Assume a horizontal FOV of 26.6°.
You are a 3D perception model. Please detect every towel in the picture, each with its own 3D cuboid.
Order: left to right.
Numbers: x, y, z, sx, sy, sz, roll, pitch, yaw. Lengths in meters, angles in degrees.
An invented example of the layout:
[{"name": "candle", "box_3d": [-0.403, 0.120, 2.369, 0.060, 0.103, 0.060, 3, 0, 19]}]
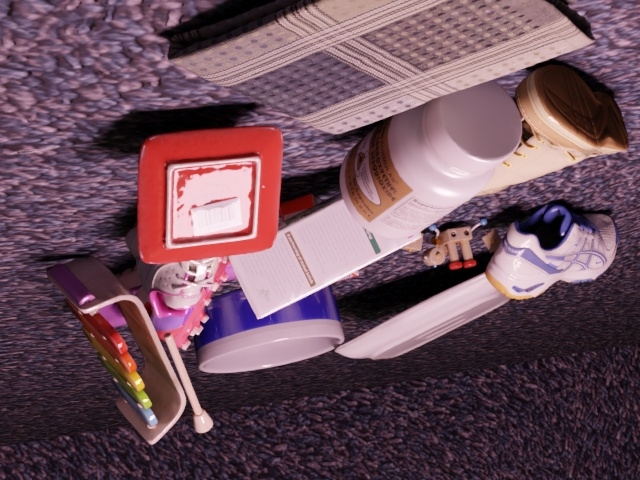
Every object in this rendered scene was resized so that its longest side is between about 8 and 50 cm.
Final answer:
[{"name": "towel", "box_3d": [0.066, -0.197, 1.281, 0.324, 0.056, 0.312, -17, 163, 28]}]

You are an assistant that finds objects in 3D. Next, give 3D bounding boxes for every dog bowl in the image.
[{"name": "dog bowl", "box_3d": [-0.096, 0.155, 2.413, 0.264, 0.104, 0.265, -11, 166, -3]}]

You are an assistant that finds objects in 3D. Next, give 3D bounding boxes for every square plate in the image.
[{"name": "square plate", "box_3d": [0.223, 0.144, 2.551, 0.347, 0.049, 0.344, -27, 169, 12]}]

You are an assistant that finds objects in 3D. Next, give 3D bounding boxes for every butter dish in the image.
[{"name": "butter dish", "box_3d": [-0.133, -0.068, 1.487, 0.160, 0.118, 0.160, -7, 122, -20]}]

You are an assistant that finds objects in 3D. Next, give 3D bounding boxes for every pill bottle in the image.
[{"name": "pill bottle", "box_3d": [0.124, -0.095, 1.534, 0.131, 0.131, 0.229, -5, 164, -27]}]

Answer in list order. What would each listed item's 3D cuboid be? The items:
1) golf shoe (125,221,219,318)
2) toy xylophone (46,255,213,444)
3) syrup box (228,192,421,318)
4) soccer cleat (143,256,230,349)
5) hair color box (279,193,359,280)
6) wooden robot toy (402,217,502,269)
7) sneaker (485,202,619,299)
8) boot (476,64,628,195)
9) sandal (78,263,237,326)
[{"name": "golf shoe", "box_3d": [-0.153, 0.005, 1.695, 0.115, 0.140, 0.306, -4, 163, -24]}, {"name": "toy xylophone", "box_3d": [-0.268, 0.162, 1.923, 0.081, 0.323, 0.236, -35, -143, -18]}, {"name": "syrup box", "box_3d": [0.003, 0.004, 1.750, 0.237, 0.096, 0.093, -26, -173, -4]}, {"name": "soccer cleat", "box_3d": [-0.183, 0.053, 1.873, 0.083, 0.095, 0.248, -54, 174, -47]}, {"name": "hair color box", "box_3d": [0.000, 0.000, 1.894, 0.053, 0.093, 0.167, -15, 167, 14]}, {"name": "wooden robot toy", "box_3d": [0.200, 0.010, 2.164, 0.173, 0.076, 0.079, -6, 176, -22]}, {"name": "sneaker", "box_3d": [0.397, -0.002, 2.181, 0.296, 0.112, 0.131, -22, 141, -40]}, {"name": "boot", "box_3d": [0.231, -0.123, 1.602, 0.203, 0.095, 0.262, -18, 169, 28]}, {"name": "sandal", "box_3d": [-0.232, 0.091, 2.042, 0.169, 0.102, 0.416, 1, 161, -42]}]
